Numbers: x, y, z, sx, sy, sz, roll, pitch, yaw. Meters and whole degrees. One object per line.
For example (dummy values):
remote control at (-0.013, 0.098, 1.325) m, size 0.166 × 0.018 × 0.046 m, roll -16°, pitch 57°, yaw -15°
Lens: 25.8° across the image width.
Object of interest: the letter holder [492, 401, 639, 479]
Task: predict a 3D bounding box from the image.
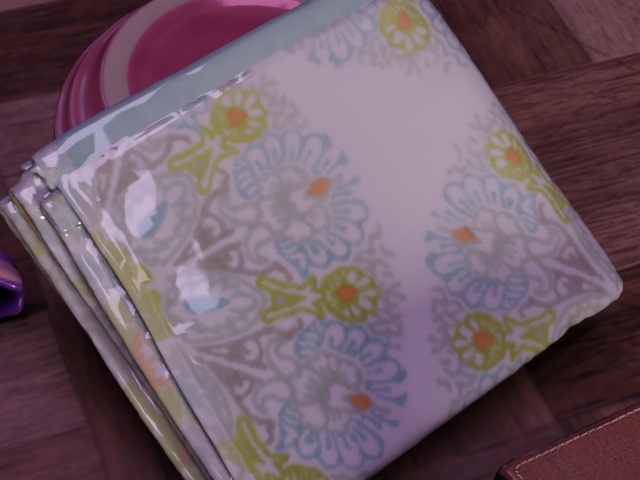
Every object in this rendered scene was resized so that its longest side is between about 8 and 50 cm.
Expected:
letter holder at (0.264, 0.258, 0.886) m, size 0.214 × 0.152 × 0.302 m, roll -21°, pitch 57°, yaw -24°

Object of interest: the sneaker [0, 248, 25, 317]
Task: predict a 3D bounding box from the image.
sneaker at (-0.304, 0.070, 1.003) m, size 0.104 × 0.095 × 0.236 m, roll 38°, pitch 56°, yaw 12°

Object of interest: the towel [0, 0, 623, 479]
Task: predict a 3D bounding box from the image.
towel at (0.000, 0.000, 1.023) m, size 0.374 × 0.090 × 0.321 m, roll -32°, pitch 88°, yaw -22°

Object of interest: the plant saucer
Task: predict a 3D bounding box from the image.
plant saucer at (-0.057, -0.109, 1.175) m, size 0.332 × 0.084 × 0.332 m, roll 4°, pitch 52°, yaw -5°
